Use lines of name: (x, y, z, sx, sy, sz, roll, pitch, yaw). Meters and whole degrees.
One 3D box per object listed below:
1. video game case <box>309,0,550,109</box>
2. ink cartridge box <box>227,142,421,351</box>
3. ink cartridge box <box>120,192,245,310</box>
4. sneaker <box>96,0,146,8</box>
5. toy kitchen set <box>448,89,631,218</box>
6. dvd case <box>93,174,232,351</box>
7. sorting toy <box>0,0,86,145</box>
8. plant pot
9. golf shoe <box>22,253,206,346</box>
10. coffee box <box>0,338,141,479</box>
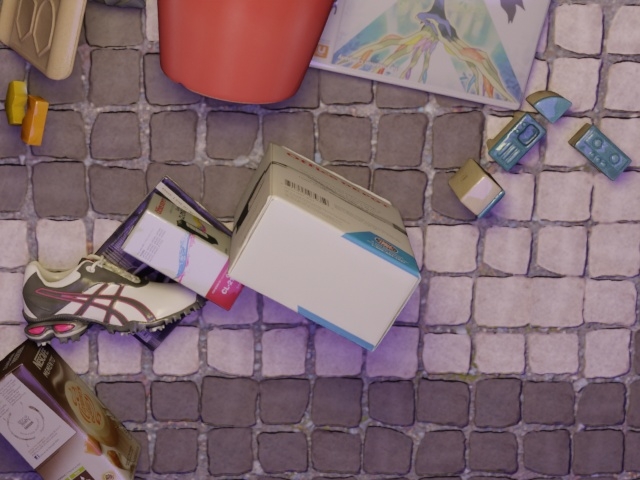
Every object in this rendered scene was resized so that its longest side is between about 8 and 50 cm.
video game case: (0.160, -0.358, 1.791, 0.329, 0.036, 0.299, 11, 111, -6)
ink cartridge box: (0.000, 0.000, 1.757, 0.223, 0.307, 0.129, 28, 104, -10)
ink cartridge box: (-0.186, 0.014, 1.824, 0.175, 0.127, 0.072, 31, 100, -9)
sneaker: (-0.249, -0.454, 1.737, 0.121, 0.111, 0.299, 19, 109, -19)
toy kitchen set: (0.320, -0.093, 1.841, 0.166, 0.122, 0.207, 41, 100, -12)
dvd case: (-0.241, 0.036, 1.905, 0.164, 0.018, 0.221, 41, 100, -11)
sorting toy: (-0.373, -0.295, 1.721, 0.041, 0.229, 0.307, 4, 108, -36)
plant pot: (-0.102, -0.329, 1.696, 0.275, 0.275, 0.243, 10, 116, -5)
golf shoe: (-0.301, 0.078, 1.854, 0.273, 0.105, 0.120, -7, 98, 0)
coffee box: (-0.387, 0.275, 1.900, 0.098, 0.141, 0.246, -37, 104, 8)
